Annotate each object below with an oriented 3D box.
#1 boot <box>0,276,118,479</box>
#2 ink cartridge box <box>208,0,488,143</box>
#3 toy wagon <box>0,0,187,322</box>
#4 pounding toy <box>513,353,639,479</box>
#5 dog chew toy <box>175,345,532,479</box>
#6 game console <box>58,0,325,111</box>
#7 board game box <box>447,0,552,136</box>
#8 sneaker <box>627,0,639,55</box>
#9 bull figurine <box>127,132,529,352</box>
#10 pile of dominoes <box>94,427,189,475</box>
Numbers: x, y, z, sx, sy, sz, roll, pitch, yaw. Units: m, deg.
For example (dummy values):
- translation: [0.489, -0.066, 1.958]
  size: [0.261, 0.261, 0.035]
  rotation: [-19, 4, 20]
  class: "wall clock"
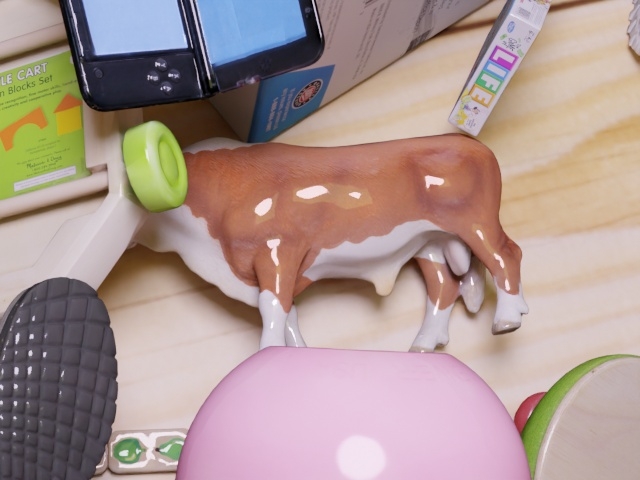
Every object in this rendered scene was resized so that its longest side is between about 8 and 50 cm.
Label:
- translation: [-0.210, 0.144, 0.590]
  size: [0.083, 0.161, 0.247]
  rotation: [23, 68, -49]
  class: "boot"
- translation: [0.041, -0.237, 0.766]
  size: [0.307, 0.223, 0.129]
  rotation: [-35, 76, -22]
  class: "ink cartridge box"
- translation: [-0.228, -0.107, 0.693]
  size: [0.267, 0.068, 0.345]
  rotation: [-13, 68, 13]
  class: "toy wagon"
- translation: [0.181, 0.191, 0.703]
  size: [0.183, 0.110, 0.237]
  rotation: [-32, 107, -32]
  class: "pounding toy"
- translation: [0.015, 0.228, 0.576]
  size: [0.206, 0.206, 0.332]
  rotation: [4, 84, -10]
  class: "dog chew toy"
- translation: [-0.082, -0.158, 0.585]
  size: [0.124, 0.085, 0.144]
  rotation: [-13, 90, -35]
  class: "game console"
- translation: [0.150, -0.163, 0.795]
  size: [0.026, 0.103, 0.154]
  rotation: [28, 42, 1]
  class: "board game box"
- translation: [0.352, -0.248, 0.913]
  size: [0.094, 0.090, 0.235]
  rotation: [31, 67, -8]
  class: "sneaker"
- translation: [0.000, 0.000, 0.731]
  size: [0.310, 0.101, 0.188]
  rotation: [-9, 74, -12]
  class: "bull figurine"
- translation: [-0.087, 0.216, 0.657]
  size: [0.251, 0.040, 0.196]
  rotation: [-1, 68, -11]
  class: "pile of dominoes"
